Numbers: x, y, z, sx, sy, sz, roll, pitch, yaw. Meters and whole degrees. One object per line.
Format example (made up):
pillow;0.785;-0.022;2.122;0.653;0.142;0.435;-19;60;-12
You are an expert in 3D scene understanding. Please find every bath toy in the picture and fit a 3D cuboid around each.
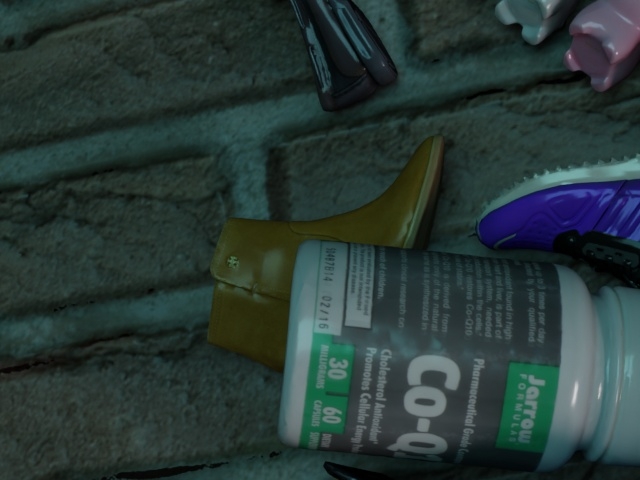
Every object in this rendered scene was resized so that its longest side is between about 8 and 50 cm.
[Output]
bath toy;0.307;-0.243;1.550;0.129;0.151;0.348;-37;70;-26

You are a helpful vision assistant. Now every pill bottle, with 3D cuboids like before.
pill bottle;0.146;0.115;1.433;0.361;0.204;0.204;5;79;-1

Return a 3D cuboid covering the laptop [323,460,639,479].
laptop;0.170;0.227;1.420;0.264;0.234;0.137;26;86;19

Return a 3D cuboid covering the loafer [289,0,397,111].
loafer;-0.027;-0.281;1.668;0.095;0.109;0.303;-35;73;11

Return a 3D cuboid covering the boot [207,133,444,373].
boot;0.000;0.001;1.588;0.211;0.104;0.295;19;90;13

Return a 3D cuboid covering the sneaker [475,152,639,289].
sneaker;0.305;-0.004;1.504;0.293;0.102;0.146;-12;75;14
